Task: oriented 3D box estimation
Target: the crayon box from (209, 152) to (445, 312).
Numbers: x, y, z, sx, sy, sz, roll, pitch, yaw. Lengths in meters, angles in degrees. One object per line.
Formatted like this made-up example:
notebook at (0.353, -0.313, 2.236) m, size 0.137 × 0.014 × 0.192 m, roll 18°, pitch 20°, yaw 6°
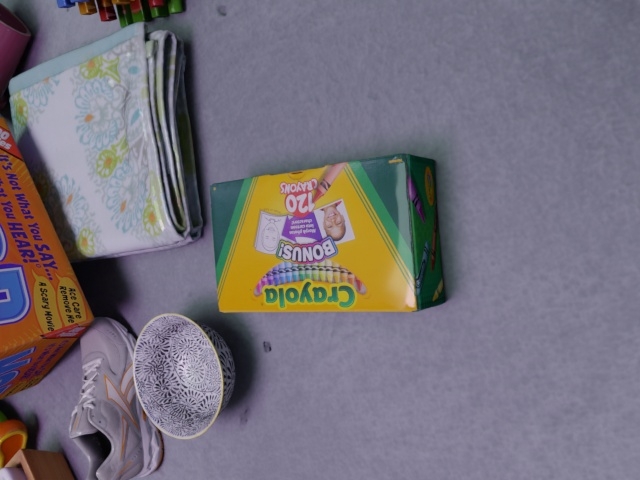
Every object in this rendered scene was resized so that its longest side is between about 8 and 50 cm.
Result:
crayon box at (0.000, 0.000, 0.721) m, size 0.278 × 0.081 × 0.165 m, roll -5°, pitch 89°, yaw 33°

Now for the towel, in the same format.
towel at (-0.346, -0.131, 0.937) m, size 0.374 × 0.090 × 0.320 m, roll -8°, pitch 87°, yaw 33°

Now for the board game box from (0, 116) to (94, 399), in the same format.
board game box at (-0.624, 0.078, 0.903) m, size 0.356 × 0.356 × 0.356 m, roll -38°, pitch 77°, yaw 45°

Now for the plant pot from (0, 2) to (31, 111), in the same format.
plant pot at (-0.615, -0.333, 1.054) m, size 0.180 × 0.201 × 0.201 m, roll -46°, pitch 67°, yaw 9°

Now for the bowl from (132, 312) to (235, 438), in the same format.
bowl at (-0.174, 0.180, 0.842) m, size 0.170 × 0.080 × 0.170 m, roll 1°, pitch 92°, yaw 32°

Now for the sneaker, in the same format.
sneaker at (-0.331, 0.242, 0.921) m, size 0.099 × 0.121 × 0.262 m, roll -28°, pitch 77°, yaw 30°

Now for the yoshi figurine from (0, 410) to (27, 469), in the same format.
yoshi figurine at (-0.702, 0.292, 1.133) m, size 0.362 × 0.203 × 0.203 m, roll 33°, pitch 91°, yaw 34°

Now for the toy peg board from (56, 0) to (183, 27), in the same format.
toy peg board at (-0.285, -0.352, 0.856) m, size 0.161 × 0.160 × 0.079 m, roll 0°, pitch 107°, yaw 33°

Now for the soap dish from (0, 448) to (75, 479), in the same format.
soap dish at (-0.511, 0.524, 1.051) m, size 0.291 × 0.118 × 0.229 m, roll -46°, pitch 69°, yaw 25°
